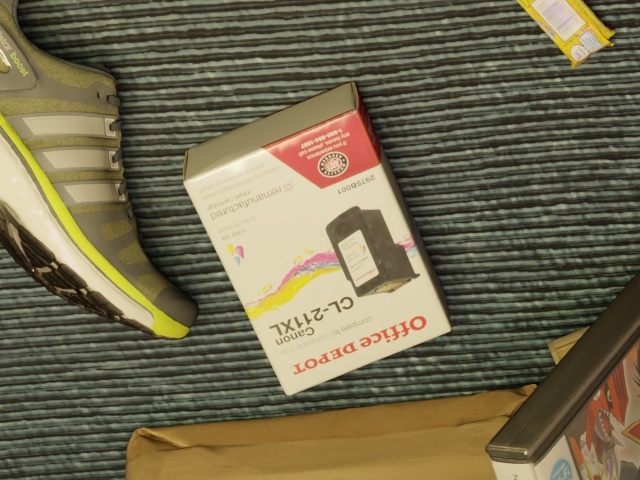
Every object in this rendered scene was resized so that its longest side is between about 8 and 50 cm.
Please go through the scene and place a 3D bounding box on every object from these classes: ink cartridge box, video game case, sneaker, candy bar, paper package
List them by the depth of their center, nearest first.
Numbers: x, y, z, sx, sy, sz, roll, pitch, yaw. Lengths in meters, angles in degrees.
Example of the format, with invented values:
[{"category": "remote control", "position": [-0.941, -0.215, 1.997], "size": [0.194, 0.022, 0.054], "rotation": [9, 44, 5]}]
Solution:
[{"category": "sneaker", "position": [-0.163, -0.048, 1.046], "size": [0.121, 0.111, 0.300], "rotation": [-50, 126, -18]}, {"category": "candy bar", "position": [0.134, -0.177, 1.055], "size": [0.040, 0.018, 0.161], "rotation": [-40, 109, 17]}, {"category": "video game case", "position": [0.223, 0.167, 1.084], "size": [0.035, 0.275, 0.248], "rotation": [0, 119, 40]}, {"category": "ink cartridge box", "position": [0.000, 0.000, 1.092], "size": [0.127, 0.072, 0.175], "rotation": [-23, 111, 6]}, {"category": "paper package", "position": [0.025, 0.293, 1.163], "size": [0.309, 0.168, 0.325], "rotation": [-6, 113, 1]}]

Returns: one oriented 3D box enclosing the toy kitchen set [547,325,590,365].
[{"category": "toy kitchen set", "position": [0.214, 0.110, 1.144], "size": [0.068, 0.075, 0.083], "rotation": [-23, 115, 6]}]
